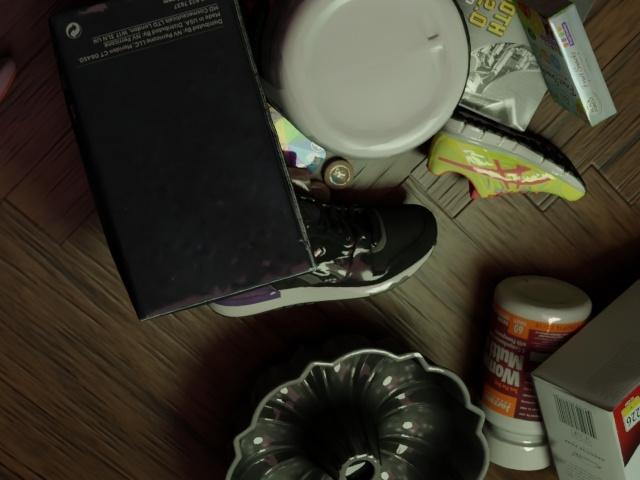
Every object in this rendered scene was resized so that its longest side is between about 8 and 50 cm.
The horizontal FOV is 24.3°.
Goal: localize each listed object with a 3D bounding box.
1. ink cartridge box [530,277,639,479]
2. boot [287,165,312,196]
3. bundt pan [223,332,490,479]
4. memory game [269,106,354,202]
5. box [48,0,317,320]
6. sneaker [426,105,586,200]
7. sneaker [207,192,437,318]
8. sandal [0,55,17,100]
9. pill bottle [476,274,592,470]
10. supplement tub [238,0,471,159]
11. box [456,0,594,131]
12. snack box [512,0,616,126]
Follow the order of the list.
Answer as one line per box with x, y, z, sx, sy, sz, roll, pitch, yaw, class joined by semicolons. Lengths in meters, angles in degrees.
0.427;0.193;1.815;0.309;0.130;0.272;-37;128;-25;ink cartridge box
-0.055;-0.089;1.671;0.114;0.037;0.106;14;121;-17;boot
0.032;0.252;1.804;0.331;0.124;0.331;-6;114;-14;bundt pan
-0.037;-0.110;1.696;0.186;0.012;0.186;-6;114;-14;memory game
-0.141;-0.081;1.468;0.182;0.296;0.294;-18;90;-7;box
0.215;-0.085;1.748;0.208;0.081;0.094;22;112;-16;sneaker
0.000;0.000;1.678;0.283;0.107;0.124;-16;140;-10;sneaker
-0.379;-0.070;1.567;0.076;0.102;0.265;34;98;-22;sandal
0.258;0.164;1.833;0.121;0.121;0.221;1;111;-16;pill bottle
0.015;-0.206;1.495;0.193;0.316;0.194;-4;107;-14;supplement tub
0.201;-0.261;1.676;0.183;0.056;0.231;22;105;-22;box
0.267;-0.204;1.630;0.037;0.100;0.141;-30;118;-3;snack box
